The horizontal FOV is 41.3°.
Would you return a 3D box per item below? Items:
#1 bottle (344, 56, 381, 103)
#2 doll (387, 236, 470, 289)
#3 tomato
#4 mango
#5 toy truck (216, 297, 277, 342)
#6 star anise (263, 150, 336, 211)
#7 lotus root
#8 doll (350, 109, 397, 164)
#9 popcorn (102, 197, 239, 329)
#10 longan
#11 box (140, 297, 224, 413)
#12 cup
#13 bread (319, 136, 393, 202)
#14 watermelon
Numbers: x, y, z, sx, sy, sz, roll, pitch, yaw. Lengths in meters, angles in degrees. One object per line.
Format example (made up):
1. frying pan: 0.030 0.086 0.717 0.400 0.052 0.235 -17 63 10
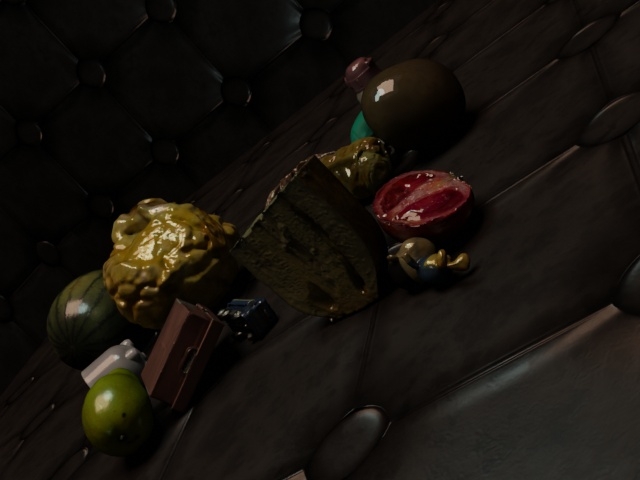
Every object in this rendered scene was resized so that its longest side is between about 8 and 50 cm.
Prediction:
1. bottle: 0.160 -0.386 2.272 0.110 0.233 0.110 -39 15 13
2. doll: 0.171 0.035 1.406 0.179 0.102 0.088 -17 68 55
3. tomato: 0.188 -0.045 1.517 0.173 0.099 0.189 -28 30 -13
4. mango: -0.431 0.362 1.823 0.143 0.175 0.293 -14 10 -8
5. toy truck: -0.165 0.171 1.890 0.088 0.074 0.202 -39 13 -22
6. star anise: -0.058 -0.154 2.429 0.292 0.109 0.349 -50 5 -2
7. lotus root: 0.016 0.002 1.562 0.267 0.260 0.149 -46 7 44
8. doll: 0.150 -0.265 2.193 0.258 0.153 0.195 132 162 -74
9. popcorn: -0.392 0.073 2.260 0.354 0.344 0.390 94 178 -51
10. longan: 0.213 -0.318 1.970 0.246 0.246 0.215 -122 44 -74
11. box: -0.309 0.247 1.871 0.215 0.086 0.215 -65 17 -3
12. cup: -0.499 0.345 2.167 0.142 0.173 0.134 -43 47 -8
13. bread: 0.071 -0.158 2.070 0.268 0.130 0.152 -22 68 51
14. watermelon: -0.652 0.230 2.515 0.279 0.279 0.359 -34 16 28
